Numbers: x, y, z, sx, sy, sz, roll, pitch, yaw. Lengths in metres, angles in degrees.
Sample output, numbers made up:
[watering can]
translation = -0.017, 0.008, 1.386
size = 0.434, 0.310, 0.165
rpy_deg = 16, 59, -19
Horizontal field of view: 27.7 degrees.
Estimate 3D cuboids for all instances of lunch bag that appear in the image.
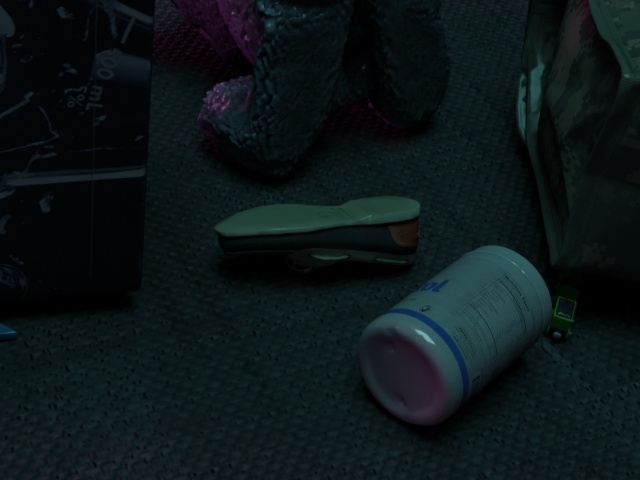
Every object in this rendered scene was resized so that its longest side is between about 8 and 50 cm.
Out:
[lunch bag]
translation = 0.269, -0.091, 0.896
size = 0.235, 0.169, 0.287
rpy_deg = 10, 33, -5

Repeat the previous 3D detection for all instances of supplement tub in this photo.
[supplement tub]
translation = 0.079, 0.055, 0.760
size = 0.071, 0.071, 0.107
rpy_deg = 33, 43, 25

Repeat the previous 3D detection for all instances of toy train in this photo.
[toy train]
translation = 0.161, 0.032, 0.842
size = 0.017, 0.023, 0.083
rpy_deg = 17, 40, 8

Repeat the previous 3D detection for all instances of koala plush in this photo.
[koala plush]
translation = -0.037, -0.191, 0.957
size = 0.196, 0.203, 0.221
rpy_deg = -21, 37, -33

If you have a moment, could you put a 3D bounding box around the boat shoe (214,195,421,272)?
[boat shoe]
translation = 0.000, 0.000, 0.829
size = 0.137, 0.043, 0.049
rpy_deg = -6, 24, -18

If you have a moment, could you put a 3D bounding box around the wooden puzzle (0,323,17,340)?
[wooden puzzle]
translation = -0.235, 0.063, 0.723
size = 0.078, 0.014, 0.116
rpy_deg = 31, 43, 23

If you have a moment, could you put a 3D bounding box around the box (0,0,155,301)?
[box]
translation = -0.257, -0.143, 0.701
size = 0.313, 0.343, 0.179
rpy_deg = -5, 37, -18
